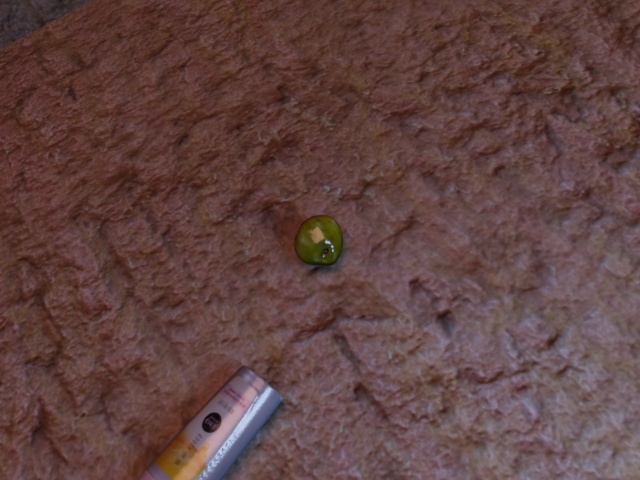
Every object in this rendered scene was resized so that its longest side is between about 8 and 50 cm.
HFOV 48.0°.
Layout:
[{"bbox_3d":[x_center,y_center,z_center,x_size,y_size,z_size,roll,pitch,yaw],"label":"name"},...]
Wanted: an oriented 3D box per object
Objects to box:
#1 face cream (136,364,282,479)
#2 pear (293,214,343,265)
[{"bbox_3d":[-0.174,0.317,1.083,0.107,0.073,0.269,27,67,41],"label":"face cream"},{"bbox_3d":[0.000,0.000,1.254,0.092,0.092,0.097,-39,52,-12],"label":"pear"}]
